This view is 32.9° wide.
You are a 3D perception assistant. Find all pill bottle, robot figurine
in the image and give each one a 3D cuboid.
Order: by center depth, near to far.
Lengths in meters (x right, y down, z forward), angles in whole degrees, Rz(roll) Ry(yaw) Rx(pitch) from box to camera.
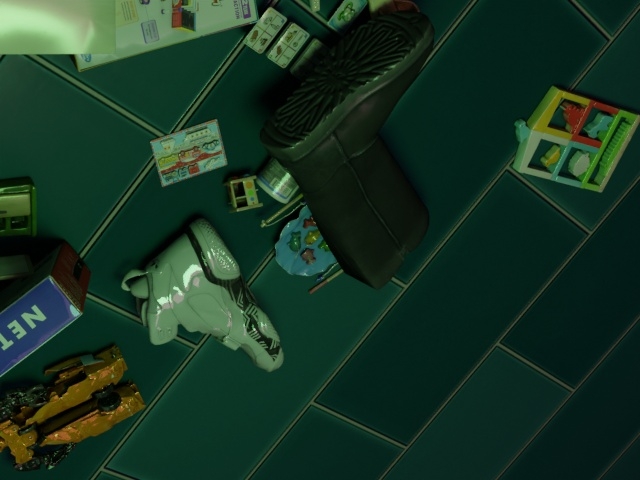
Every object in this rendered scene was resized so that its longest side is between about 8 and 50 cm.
[{"bbox_3d":[-0.051,-0.143,2.013,0.078,0.078,0.137,32,101,-37],"label":"pill bottle"},{"bbox_3d":[-0.495,0.324,2.077,0.291,0.085,0.211,-24,127,-12],"label":"robot figurine"}]

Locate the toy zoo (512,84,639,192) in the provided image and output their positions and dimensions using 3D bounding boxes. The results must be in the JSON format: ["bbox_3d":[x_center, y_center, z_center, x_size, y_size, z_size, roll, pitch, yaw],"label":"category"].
[{"bbox_3d":[0.528,-0.214,2.288,0.293,0.030,0.192,11,114,-32],"label":"toy zoo"}]

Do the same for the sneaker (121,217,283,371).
[{"bbox_3d":[-0.224,0.145,2.074,0.210,0.137,0.366,-31,123,-6],"label":"sneaker"}]

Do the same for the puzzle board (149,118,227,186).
[{"bbox_3d":[-0.236,-0.157,1.955,0.128,0.011,0.096,-21,126,-15],"label":"puzzle board"}]

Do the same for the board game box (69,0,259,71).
[{"bbox_3d":[-0.271,-0.430,1.735,0.317,0.064,0.242,-18,126,-16],"label":"board game box"}]

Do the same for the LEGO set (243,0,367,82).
[{"bbox_3d":[-0.016,-0.416,1.899,0.244,0.060,0.182,-52,140,12],"label":"LEGO set"}]

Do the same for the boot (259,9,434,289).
[{"bbox_3d":[0.120,-0.154,1.992,0.367,0.146,0.445,-40,135,-5],"label":"boot"}]

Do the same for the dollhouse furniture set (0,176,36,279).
[{"bbox_3d":[-0.521,-0.102,1.728,0.151,0.197,0.301,-5,122,-22],"label":"dollhouse furniture set"}]

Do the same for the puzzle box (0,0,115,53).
[{"bbox_3d":[-0.494,-0.400,1.541,0.409,0.052,0.272,-4,106,-26],"label":"puzzle box"}]

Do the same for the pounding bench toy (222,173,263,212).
[{"bbox_3d":[-0.151,-0.088,2.018,0.052,0.083,0.065,-13,93,-22],"label":"pounding bench toy"}]

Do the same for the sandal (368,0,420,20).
[{"bbox_3d":[0.140,-0.395,1.933,0.088,0.079,0.240,-40,135,-8],"label":"sandal"}]

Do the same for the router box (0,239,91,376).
[{"bbox_3d":[-0.543,0.155,1.808,0.335,0.301,0.082,-37,104,-2],"label":"router box"}]

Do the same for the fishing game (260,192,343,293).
[{"bbox_3d":[0.000,0.000,2.132,0.189,0.041,0.264,-34,138,-6],"label":"fishing game"}]
